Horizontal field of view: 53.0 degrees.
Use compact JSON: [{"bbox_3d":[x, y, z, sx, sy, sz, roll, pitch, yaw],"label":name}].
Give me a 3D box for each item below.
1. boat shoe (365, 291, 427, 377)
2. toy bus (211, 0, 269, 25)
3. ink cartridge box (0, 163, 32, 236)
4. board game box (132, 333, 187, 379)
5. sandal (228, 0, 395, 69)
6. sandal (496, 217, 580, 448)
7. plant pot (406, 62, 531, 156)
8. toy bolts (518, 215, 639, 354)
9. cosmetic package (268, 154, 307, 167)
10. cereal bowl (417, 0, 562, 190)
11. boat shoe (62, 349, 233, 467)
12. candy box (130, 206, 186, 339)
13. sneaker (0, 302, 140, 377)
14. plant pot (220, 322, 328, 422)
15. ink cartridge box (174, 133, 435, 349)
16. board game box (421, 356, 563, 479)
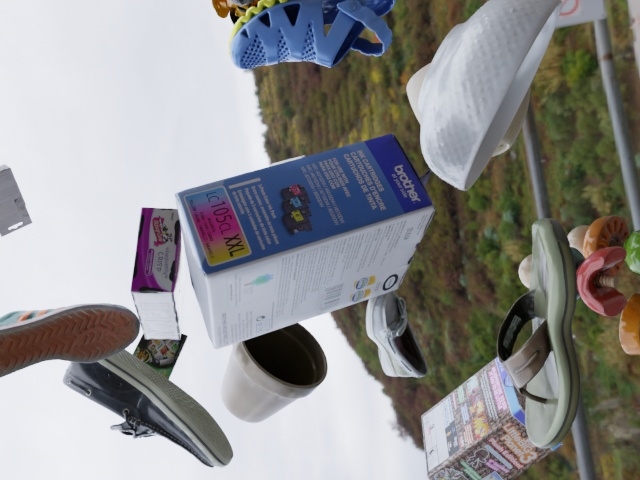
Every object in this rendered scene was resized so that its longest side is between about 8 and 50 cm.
[{"bbox_3d":[0.188,0.224,1.564,0.118,0.103,0.320,-59,-37,-40],"label":"boat shoe"},{"bbox_3d":[-0.093,-0.536,1.299,0.149,0.220,0.211,109,171,-83],"label":"toy bus"},{"bbox_3d":[-0.563,-0.070,1.138,0.063,0.029,0.115,-32,-48,-32],"label":"ink cartridge box"},{"bbox_3d":[-0.518,0.377,1.985,0.259,0.136,0.030,-73,7,-48],"label":"board game box"},{"bbox_3d":[-0.004,-0.358,1.106,0.126,0.318,0.138,65,-175,-78],"label":"sandal"},{"bbox_3d":[0.265,0.118,0.811,0.120,0.086,0.302,-91,-6,-73],"label":"sandal"},{"bbox_3d":[0.355,-0.293,1.479,0.284,0.284,0.190,46,-146,-75],"label":"plant pot"},{"bbox_3d":[0.429,0.071,1.021,0.229,0.159,0.218,-4,-83,-37],"label":"toy bolts"},{"bbox_3d":[-0.025,-0.019,1.386,0.296,0.129,0.153,52,-123,-25],"label":"cosmetic package"},{"bbox_3d":[0.264,-0.263,1.088,0.339,0.141,0.339,-54,-17,-24],"label":"cereal bowl"},{"bbox_3d":[-0.435,0.422,1.604,0.156,0.500,0.187,-57,-11,-6],"label":"boat shoe"},{"bbox_3d":[-0.282,0.066,1.146,0.233,0.071,0.159,108,163,-62],"label":"candy box"},{"bbox_3d":[-0.477,0.159,1.120,0.121,0.302,0.108,19,113,58],"label":"sneaker"},{"bbox_3d":[-0.185,0.438,2.108,0.280,0.323,0.323,-54,18,26],"label":"plant pot"},{"bbox_3d":[0.000,0.000,0.980,0.270,0.396,0.151,101,150,-60],"label":"ink cartridge box"},{"bbox_3d":[0.404,0.461,1.569,0.141,0.291,0.232,41,-159,-12],"label":"board game box"}]
